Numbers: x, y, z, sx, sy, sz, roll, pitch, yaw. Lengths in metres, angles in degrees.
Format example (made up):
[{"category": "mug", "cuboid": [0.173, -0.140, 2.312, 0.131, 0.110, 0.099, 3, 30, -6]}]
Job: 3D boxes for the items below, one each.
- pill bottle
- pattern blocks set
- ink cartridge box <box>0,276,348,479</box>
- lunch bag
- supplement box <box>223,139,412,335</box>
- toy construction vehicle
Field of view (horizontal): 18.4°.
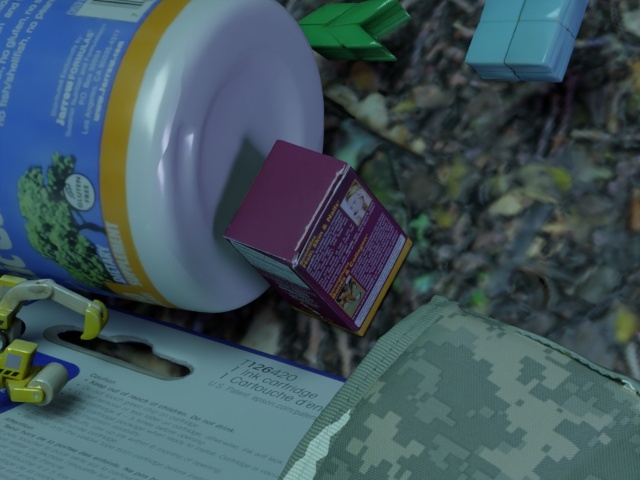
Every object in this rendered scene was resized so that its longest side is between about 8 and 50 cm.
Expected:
[{"category": "pill bottle", "cuboid": [-0.148, -0.058, 0.959, 0.272, 0.152, 0.152, 8, 69, 29]}, {"category": "pattern blocks set", "cuboid": [0.101, -0.224, 0.974, 0.285, 0.026, 0.325, 18, 77, 45]}, {"category": "ink cartridge box", "cuboid": [-0.158, 0.107, 0.850, 0.303, 0.307, 0.072, 16, 111, 31]}, {"category": "lunch bag", "cuboid": [0.078, 0.184, 0.719, 0.235, 0.169, 0.287, 26, 82, 33]}, {"category": "supplement box", "cuboid": [0.000, 0.000, 0.901, 0.043, 0.083, 0.055, 21, 74, 32]}, {"category": "toy construction vehicle", "cuboid": [-0.154, 0.041, 0.884, 0.098, 0.086, 0.035, 8, 110, 15]}]
